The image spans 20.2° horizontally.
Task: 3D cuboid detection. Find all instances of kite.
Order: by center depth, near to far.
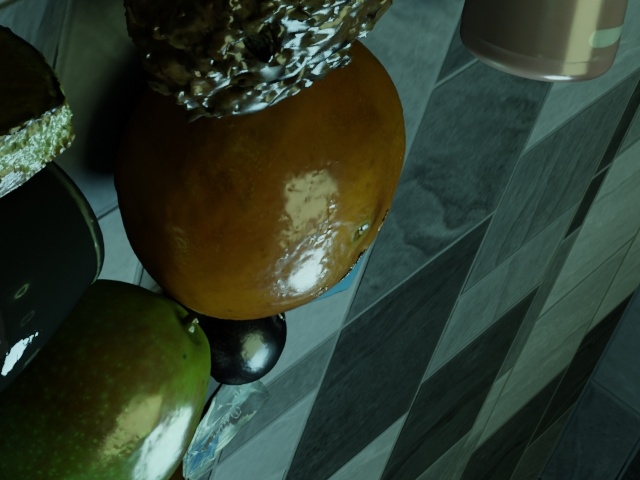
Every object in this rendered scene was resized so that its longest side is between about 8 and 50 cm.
[{"bbox_3d":[-0.173,0.291,2.255,0.310,0.015,0.169,-54,161,-5],"label":"kite"}]

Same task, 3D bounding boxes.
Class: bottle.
[{"bbox_3d":[0.260,-0.321,1.866,0.173,0.206,0.297,2,118,-18],"label":"bottle"}]

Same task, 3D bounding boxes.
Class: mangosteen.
[{"bbox_3d":[-0.111,0.094,1.904,0.151,0.137,0.137,-19,165,11],"label":"mangosteen"}]

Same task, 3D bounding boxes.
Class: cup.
[{"bbox_3d":[-0.278,0.024,1.358,0.223,0.169,0.176,-21,-158,51],"label":"cup"}]

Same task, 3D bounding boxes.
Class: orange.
[{"bbox_3d":[-0.050,-0.068,1.590,0.284,0.226,0.284,-50,160,-25],"label":"orange"}]

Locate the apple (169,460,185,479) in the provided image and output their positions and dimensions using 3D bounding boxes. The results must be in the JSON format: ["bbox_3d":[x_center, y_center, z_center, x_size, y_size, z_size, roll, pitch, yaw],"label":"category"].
[{"bbox_3d":[-0.241,0.319,1.886,0.163,0.251,0.293,3,153,-15],"label":"apple"}]

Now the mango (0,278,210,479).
[{"bbox_3d":[-0.253,0.184,1.606,0.382,0.201,0.225,-43,159,27],"label":"mango"}]

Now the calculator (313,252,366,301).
[{"bbox_3d":[0.000,0.000,2.055,0.173,0.051,0.293,-64,162,17],"label":"calculator"}]

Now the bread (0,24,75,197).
[{"bbox_3d":[-0.250,-0.089,1.233,0.140,0.128,0.069,-35,157,-27],"label":"bread"}]

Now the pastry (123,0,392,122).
[{"bbox_3d":[-0.040,-0.223,1.360,0.275,0.193,0.275,-39,169,-9],"label":"pastry"}]
